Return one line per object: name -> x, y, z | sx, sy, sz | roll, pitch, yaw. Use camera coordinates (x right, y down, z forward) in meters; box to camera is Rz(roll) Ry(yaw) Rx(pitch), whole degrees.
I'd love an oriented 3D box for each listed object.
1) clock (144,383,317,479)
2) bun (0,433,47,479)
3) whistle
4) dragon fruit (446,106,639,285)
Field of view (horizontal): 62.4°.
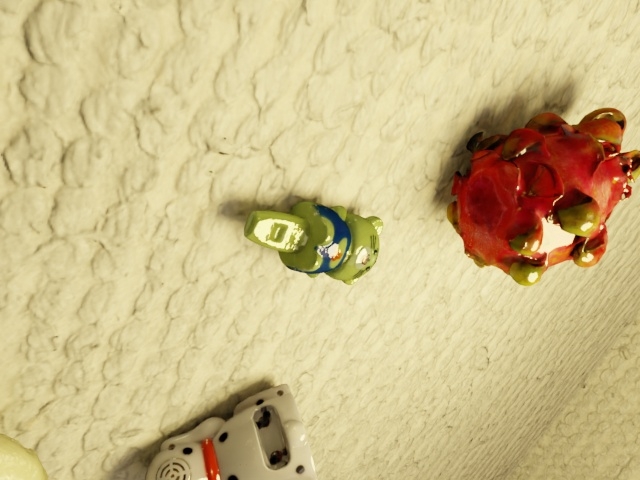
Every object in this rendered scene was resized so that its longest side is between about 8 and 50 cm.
clock -> -0.144, 0.345, 0.804 | 0.253, 0.189, 0.189 | -16, 134, -12
bun -> -0.393, 0.259, 0.535 | 0.230, 0.133, 0.231 | -19, 136, -19
whistle -> 0.000, 0.000, 0.676 | 0.227, 0.085, 0.105 | 14, 105, -45
dragon fruit -> 0.342, -0.078, 0.786 | 0.243, 0.227, 0.307 | 17, 109, -51
